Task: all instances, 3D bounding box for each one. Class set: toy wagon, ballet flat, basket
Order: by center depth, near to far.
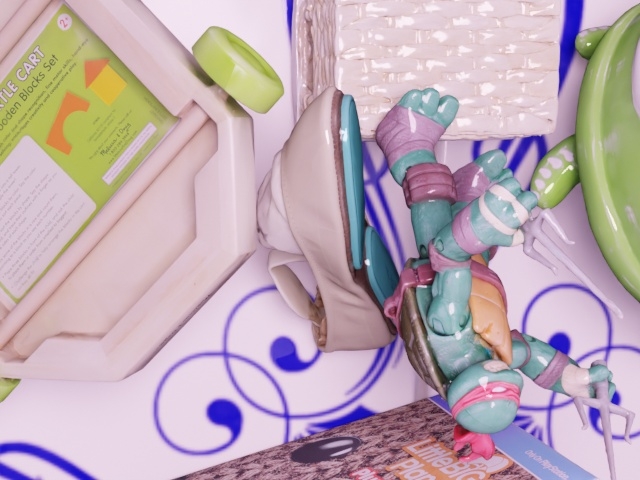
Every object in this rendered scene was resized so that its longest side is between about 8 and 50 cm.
[{"bbox_3d":[-0.195,-0.081,0.658,0.344,0.068,0.267,46,104,7],"label":"toy wagon"},{"bbox_3d":[0.000,0.000,0.692,0.086,0.086,0.248,-30,144,-8],"label":"ballet flat"},{"bbox_3d":[0.072,-0.122,0.737,0.167,0.103,0.113,-2,97,-14],"label":"basket"}]

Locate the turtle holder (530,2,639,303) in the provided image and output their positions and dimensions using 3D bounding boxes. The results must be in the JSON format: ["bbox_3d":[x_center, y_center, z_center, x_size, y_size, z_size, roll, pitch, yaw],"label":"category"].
[{"bbox_3d":[0.320,-0.081,0.721,0.320,0.227,0.243,-32,95,-35],"label":"turtle holder"}]

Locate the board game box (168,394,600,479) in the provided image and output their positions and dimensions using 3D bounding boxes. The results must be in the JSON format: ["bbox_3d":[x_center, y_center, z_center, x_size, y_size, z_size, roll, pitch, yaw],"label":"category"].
[{"bbox_3d":[0.011,0.225,0.692,0.291,0.232,0.141,-16,99,-12],"label":"board game box"}]

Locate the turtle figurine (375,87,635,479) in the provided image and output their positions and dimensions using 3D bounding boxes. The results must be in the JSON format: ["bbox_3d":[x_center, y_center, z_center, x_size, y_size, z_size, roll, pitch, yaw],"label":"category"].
[{"bbox_3d":[0.095,0.028,0.623,0.118,0.234,0.175,-19,138,8],"label":"turtle figurine"}]
